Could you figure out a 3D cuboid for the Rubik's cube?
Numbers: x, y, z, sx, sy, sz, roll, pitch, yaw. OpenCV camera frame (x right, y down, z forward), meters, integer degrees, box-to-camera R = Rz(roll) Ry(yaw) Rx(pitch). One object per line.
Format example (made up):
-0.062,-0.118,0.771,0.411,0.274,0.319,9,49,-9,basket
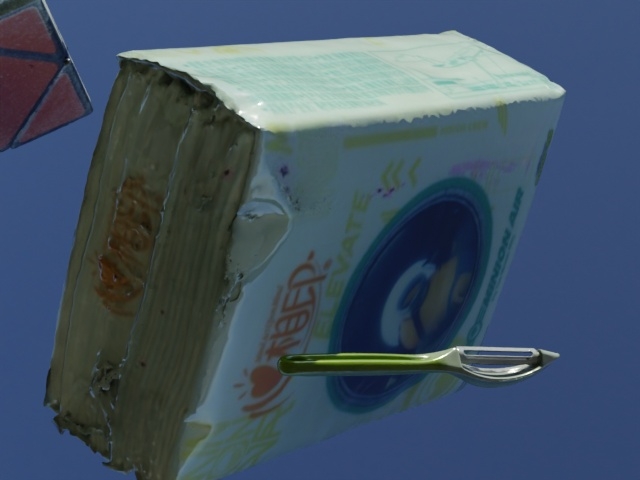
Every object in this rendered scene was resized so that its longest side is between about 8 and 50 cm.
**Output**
-0.368,-0.209,1.440,0.205,0.207,0.205,-25,-117,-4,Rubik's cube

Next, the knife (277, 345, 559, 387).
0.062,0.078,0.907,0.184,0.022,0.026,2,-91,-17,knife

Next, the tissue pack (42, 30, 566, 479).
0.000,0.000,1.101,0.162,0.388,0.287,29,-66,31,tissue pack
